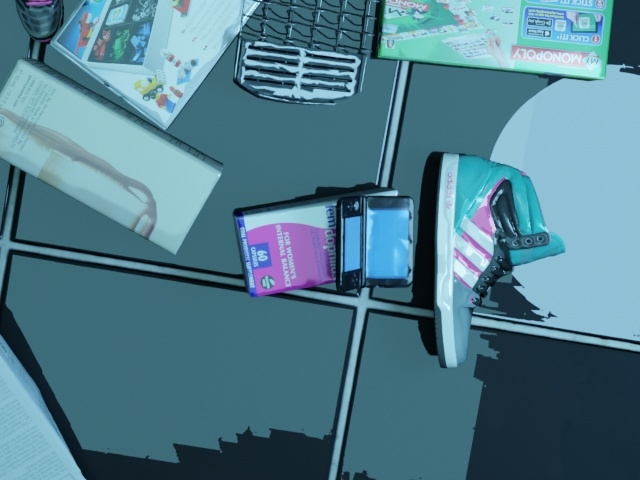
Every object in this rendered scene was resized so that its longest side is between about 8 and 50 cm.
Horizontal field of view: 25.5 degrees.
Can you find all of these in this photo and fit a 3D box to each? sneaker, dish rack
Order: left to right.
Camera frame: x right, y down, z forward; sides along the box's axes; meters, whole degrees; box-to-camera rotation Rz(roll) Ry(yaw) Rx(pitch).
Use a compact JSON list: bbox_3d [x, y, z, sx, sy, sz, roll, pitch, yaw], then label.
[{"bbox_3d":[-0.377,-0.349,1.868,0.063,0.075,0.170,-2,95,-4],"label":"sneaker"},{"bbox_3d":[-0.009,-0.314,1.867,0.208,0.074,0.272,4,102,-21],"label":"dish rack"},{"bbox_3d":[0.244,0.030,1.931,0.178,0.124,0.296,2,93,5],"label":"sneaker"}]

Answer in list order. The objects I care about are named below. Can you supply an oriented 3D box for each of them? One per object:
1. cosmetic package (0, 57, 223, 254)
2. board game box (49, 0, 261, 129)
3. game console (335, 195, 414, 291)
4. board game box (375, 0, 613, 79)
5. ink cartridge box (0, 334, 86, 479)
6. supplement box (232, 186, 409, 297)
[{"bbox_3d":[-0.286,-0.113,1.859,0.296,0.153,0.129,29,94,-5],"label":"cosmetic package"},{"bbox_3d":[-0.194,-0.326,1.895,0.193,0.053,0.305,37,91,-7],"label":"board game box"},{"bbox_3d":[0.070,0.004,1.826,0.071,0.107,0.122,2,94,23],"label":"game console"},{"bbox_3d":[0.242,-0.340,1.933,0.317,0.046,0.214,6,95,-5],"label":"board game box"},{"bbox_3d":[-0.491,0.330,1.931,0.308,0.091,0.385,-31,113,-2],"label":"ink cartridge box"},{"bbox_3d":[0.000,0.000,1.910,0.220,0.114,0.111,-11,95,-5],"label":"supplement box"}]
